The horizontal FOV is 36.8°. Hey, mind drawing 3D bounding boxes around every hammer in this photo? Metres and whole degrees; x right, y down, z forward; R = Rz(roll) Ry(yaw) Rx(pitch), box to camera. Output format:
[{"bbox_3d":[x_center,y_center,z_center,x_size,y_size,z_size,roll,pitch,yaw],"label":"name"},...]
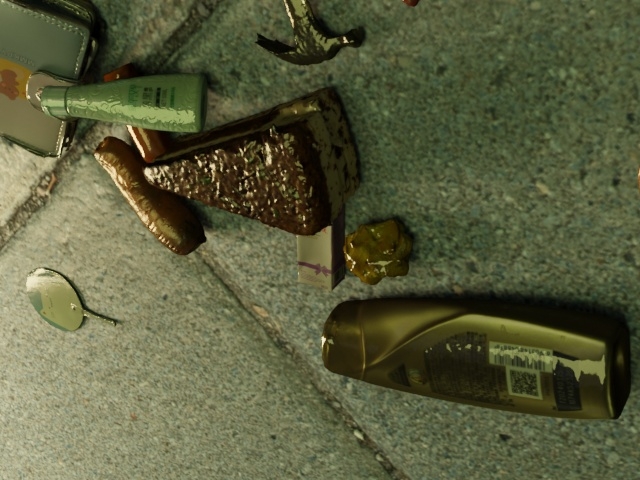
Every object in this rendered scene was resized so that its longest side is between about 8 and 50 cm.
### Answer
[{"bbox_3d":[-0.054,-0.319,0.974,0.125,0.027,0.297,-9,114,31],"label":"hammer"}]

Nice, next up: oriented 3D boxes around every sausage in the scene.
[{"bbox_3d":[-0.220,-0.151,1.175,0.039,0.041,0.131,-16,110,19],"label":"sausage"}]

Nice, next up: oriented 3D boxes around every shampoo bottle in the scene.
[{"bbox_3d":[-0.229,-0.163,1.124,0.191,0.041,0.069,2,88,7],"label":"shampoo bottle"},{"bbox_3d":[0.162,0.126,1.084,0.350,0.084,0.125,2,117,32],"label":"shampoo bottle"}]

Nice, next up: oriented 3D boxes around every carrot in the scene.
[{"bbox_3d":[-0.220,-0.057,1.228,0.186,0.060,0.060,48,132,0],"label":"carrot"}]

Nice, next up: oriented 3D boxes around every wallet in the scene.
[{"bbox_3d":[-0.365,-0.218,1.208,0.170,0.069,0.231,24,135,-6],"label":"wallet"}]

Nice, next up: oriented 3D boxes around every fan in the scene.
[{"bbox_3d":[-0.379,0.100,1.462,0.175,0.005,0.113,18,126,24],"label":"fan"}]

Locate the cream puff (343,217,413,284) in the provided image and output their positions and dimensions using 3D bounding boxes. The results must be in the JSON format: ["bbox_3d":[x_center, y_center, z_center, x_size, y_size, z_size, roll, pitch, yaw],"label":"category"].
[{"bbox_3d":[0.063,0.016,1.092,0.083,0.058,0.083,24,127,20],"label":"cream puff"}]

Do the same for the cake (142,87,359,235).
[{"bbox_3d":[-0.075,-0.069,1.091,0.246,0.112,0.135,-12,114,37],"label":"cake"}]

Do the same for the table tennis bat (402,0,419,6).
[{"bbox_3d":[0.121,-0.282,0.895,0.098,0.019,0.154,41,129,3],"label":"table tennis bat"}]

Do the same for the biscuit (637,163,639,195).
[{"bbox_3d":[0.395,-0.027,0.872,0.192,0.036,0.186,-17,107,37],"label":"biscuit"}]

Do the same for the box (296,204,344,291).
[{"bbox_3d":[0.000,0.000,1.137,0.051,0.036,0.117,13,125,24],"label":"box"}]
